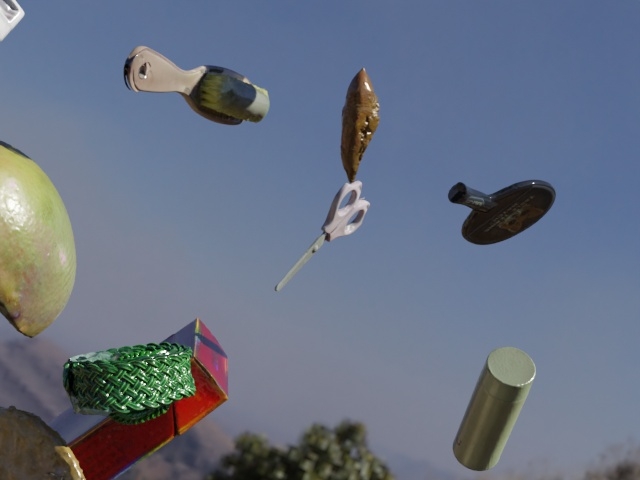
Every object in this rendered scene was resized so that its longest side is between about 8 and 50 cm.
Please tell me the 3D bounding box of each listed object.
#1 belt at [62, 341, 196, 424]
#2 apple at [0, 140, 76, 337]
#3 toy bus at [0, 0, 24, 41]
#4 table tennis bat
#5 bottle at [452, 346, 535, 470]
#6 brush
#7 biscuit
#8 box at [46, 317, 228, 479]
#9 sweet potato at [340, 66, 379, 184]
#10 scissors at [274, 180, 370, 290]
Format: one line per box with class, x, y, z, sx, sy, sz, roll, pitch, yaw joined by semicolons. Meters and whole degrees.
belt;-0.211;0.162;1.524;0.151;0.079;0.121;-7;4;-42
apple;-0.358;-0.002;1.606;0.193;0.120;0.265;-108;173;-61
toy bus;-0.485;-0.242;1.599;0.301;0.139;0.113;2;-44;47
table tennis bat;0.255;-0.048;1.985;0.236;0.150;0.027;16;42;-54
bottle;0.241;0.237;1.905;0.072;0.072;0.201;22;-44;9
brush;-0.143;-0.191;1.699;0.067;0.072;0.313;9;0;24
biscuit;-0.340;0.291;1.521;0.219;0.220;0.033;20;16;25
box;-0.281;0.257;1.987;0.089;0.313;0.197;53;5;-12
sweet potato;0.066;-0.196;2.363;0.068;0.206;0.060;13;15;8
scissors;0.000;0.000;1.855;0.015;0.189;0.100;34;-19;29
